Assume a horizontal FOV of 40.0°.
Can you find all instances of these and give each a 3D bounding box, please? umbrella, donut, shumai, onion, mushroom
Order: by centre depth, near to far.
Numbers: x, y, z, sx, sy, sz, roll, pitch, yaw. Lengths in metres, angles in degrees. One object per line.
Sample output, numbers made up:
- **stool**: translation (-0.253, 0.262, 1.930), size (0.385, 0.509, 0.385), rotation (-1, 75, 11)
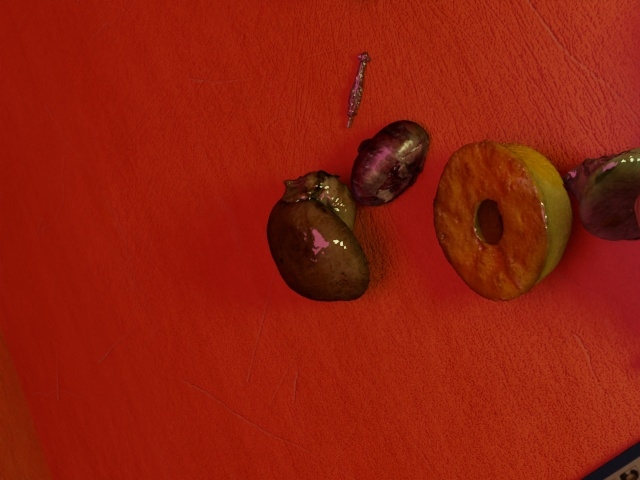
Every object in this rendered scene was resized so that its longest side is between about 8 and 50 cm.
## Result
- **shumai**: translation (0.524, -0.094, 1.522), size (0.201, 0.201, 0.120), rotation (-44, 29, 30)
- **donut**: translation (0.339, -0.042, 1.610), size (0.303, 0.110, 0.302), rotation (33, 130, 50)
- **onion**: translation (0.122, -0.164, 1.812), size (0.151, 0.098, 0.205), rotation (39, 116, 25)
- **mushroom**: translation (-0.012, -0.004, 1.846), size (0.263, 0.195, 0.283), rotation (179, 83, -78)
- **umbrella**: translation (0.076, -0.321, 1.877), size (0.027, 0.025, 0.165), rotation (26, 108, 50)

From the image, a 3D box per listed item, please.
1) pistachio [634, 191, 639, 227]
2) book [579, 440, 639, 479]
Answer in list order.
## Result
- **pistachio**: translation (0.634, -0.010, 1.351), size (0.193, 0.318, 0.213), rotation (-107, 32, -65)
- **book**: translation (0.580, 0.497, 1.503), size (0.428, 0.039, 0.300), rotation (-45, 42, 30)
